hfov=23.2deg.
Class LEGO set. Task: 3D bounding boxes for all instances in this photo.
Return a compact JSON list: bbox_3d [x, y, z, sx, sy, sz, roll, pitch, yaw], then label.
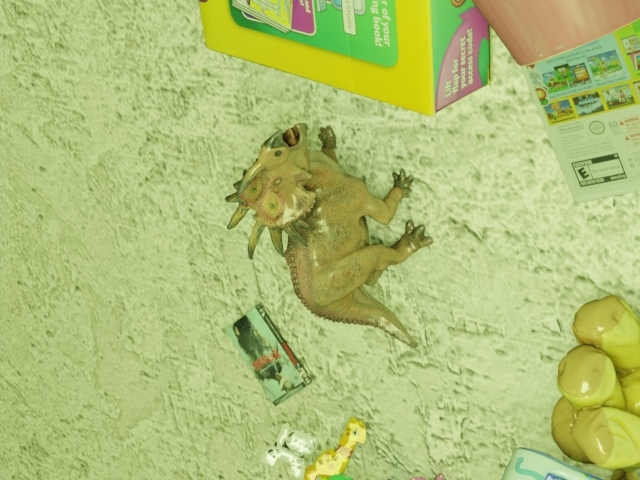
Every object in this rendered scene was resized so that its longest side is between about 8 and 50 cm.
[{"bbox_3d":[0.049,0.266,1.865,0.227,0.093,0.087,23,172,2],"label":"LEGO set"}]

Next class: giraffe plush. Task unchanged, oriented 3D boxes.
[{"bbox_3d":[0.295,0.164,1.504,0.210,0.181,0.170,25,155,-14],"label":"giraffe plush"}]

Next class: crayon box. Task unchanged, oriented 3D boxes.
[{"bbox_3d":[0.011,-0.334,1.501,0.313,0.106,0.362,20,128,37],"label":"crayon box"}]

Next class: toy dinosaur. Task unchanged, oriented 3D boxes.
[{"bbox_3d":[0.000,0.000,1.653,0.127,0.200,0.295,2,116,47],"label":"toy dinosaur"}]

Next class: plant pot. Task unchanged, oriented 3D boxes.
[{"bbox_3d":[0.187,-0.251,1.288,0.201,0.201,0.180,-16,102,51],"label":"plant pot"}]

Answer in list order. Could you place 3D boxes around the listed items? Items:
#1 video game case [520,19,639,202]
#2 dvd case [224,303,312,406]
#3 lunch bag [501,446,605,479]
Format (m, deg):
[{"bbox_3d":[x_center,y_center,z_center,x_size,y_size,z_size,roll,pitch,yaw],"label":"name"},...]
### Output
[{"bbox_3d":[0.281,-0.146,1.397,0.227,0.026,0.206,-11,106,51],"label":"video game case"},{"bbox_3d":[-0.066,0.145,1.970,0.119,0.013,0.087,56,141,2],"label":"dvd case"},{"bbox_3d":[0.270,0.274,1.471,0.219,0.090,0.176,21,167,14],"label":"lunch bag"}]
